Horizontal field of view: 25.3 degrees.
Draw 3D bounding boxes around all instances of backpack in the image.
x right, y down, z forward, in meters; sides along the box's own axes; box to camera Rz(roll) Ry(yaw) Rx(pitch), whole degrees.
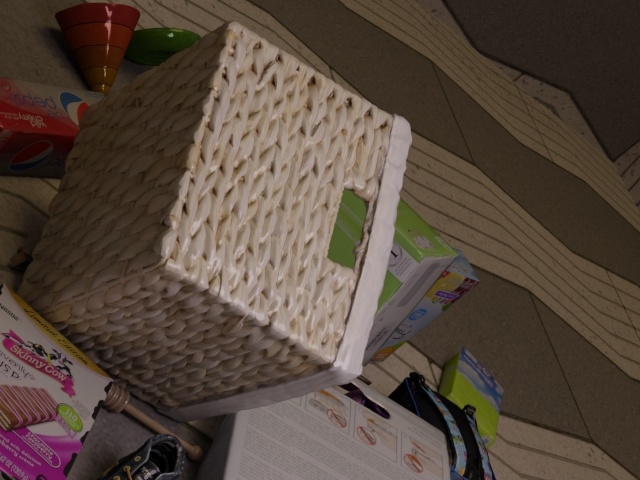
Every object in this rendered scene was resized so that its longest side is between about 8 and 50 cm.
[{"bbox_3d":[0.159,0.292,1.963,0.158,0.117,0.173,34,21,-37],"label":"backpack"}]

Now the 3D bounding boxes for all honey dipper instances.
[{"bbox_3d":[-0.190,0.204,1.591,0.161,0.030,0.030,41,24,-29],"label":"honey dipper"}]

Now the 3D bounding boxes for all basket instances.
[{"bbox_3d":[-0.121,-0.011,1.559,0.266,0.331,0.328,31,58,-29],"label":"basket"}]

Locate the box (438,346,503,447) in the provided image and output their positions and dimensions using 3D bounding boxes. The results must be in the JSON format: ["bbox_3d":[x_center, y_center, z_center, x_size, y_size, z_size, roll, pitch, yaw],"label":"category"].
[{"bbox_3d":[0.241,0.254,2.292,0.109,0.042,0.178,47,22,-8],"label":"box"}]

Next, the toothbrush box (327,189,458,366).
[{"bbox_3d":[0.000,0.000,1.842,0.283,0.206,0.122,44,19,19],"label":"toothbrush box"}]

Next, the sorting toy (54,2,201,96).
[{"bbox_3d":[-0.253,-0.250,2.135,0.365,0.127,0.126,13,71,-59],"label":"sorting toy"}]

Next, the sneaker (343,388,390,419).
[{"bbox_3d":[0.085,0.290,1.867,0.236,0.104,0.095,54,21,6],"label":"sneaker"}]

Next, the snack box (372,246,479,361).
[{"bbox_3d":[0.103,0.084,2.086,0.174,0.207,0.070,17,39,-51],"label":"snack box"}]

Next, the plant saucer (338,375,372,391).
[{"bbox_3d":[-0.009,0.158,1.917,0.168,0.029,0.168,31,-4,2],"label":"plant saucer"}]

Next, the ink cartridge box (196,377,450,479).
[{"bbox_3d":[0.009,0.291,1.689,0.308,0.091,0.385,32,25,-13],"label":"ink cartridge box"}]

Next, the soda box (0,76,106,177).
[{"bbox_3d":[-0.350,-0.137,1.754,0.092,0.083,0.263,57,23,16],"label":"soda box"}]

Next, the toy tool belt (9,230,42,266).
[{"bbox_3d":[-0.310,0.032,1.622,0.083,0.052,0.051,41,53,-15],"label":"toy tool belt"}]

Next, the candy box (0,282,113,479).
[{"bbox_3d":[-0.306,0.163,1.382,0.159,0.071,0.233,43,23,-14],"label":"candy box"}]

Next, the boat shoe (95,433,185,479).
[{"bbox_3d":[-0.198,0.253,1.423,0.065,0.083,0.183,48,23,-5],"label":"boat shoe"}]
